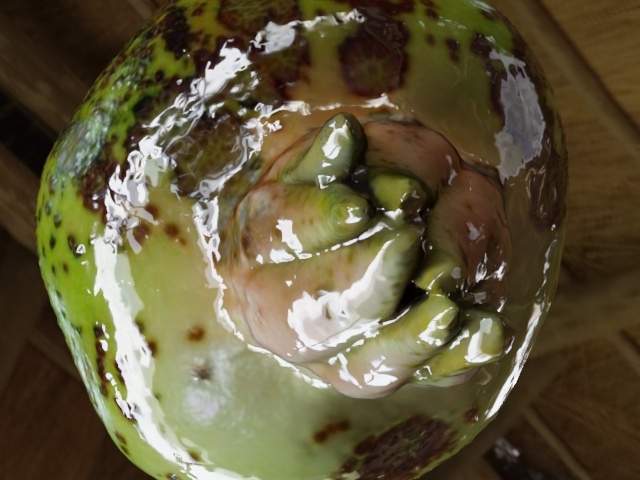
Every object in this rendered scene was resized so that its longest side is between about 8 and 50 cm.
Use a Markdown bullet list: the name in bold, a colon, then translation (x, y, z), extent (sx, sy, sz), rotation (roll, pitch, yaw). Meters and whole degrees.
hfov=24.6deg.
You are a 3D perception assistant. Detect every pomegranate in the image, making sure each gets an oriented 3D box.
- **pomegranate**: translation (0.017, 0.001, 0.567), extent (0.204, 0.276, 0.222), rotation (3, -87, -38)
